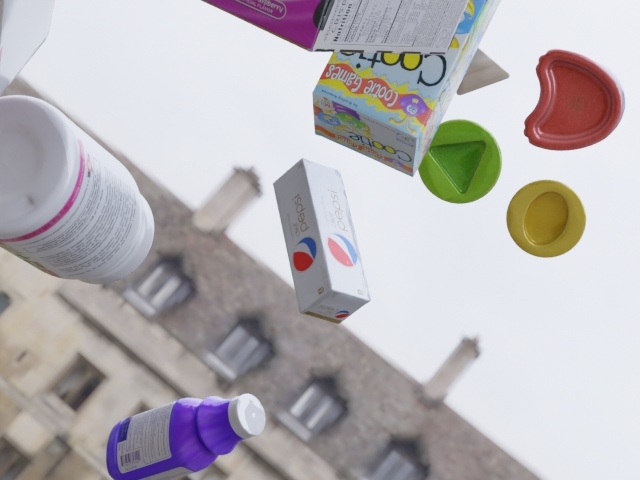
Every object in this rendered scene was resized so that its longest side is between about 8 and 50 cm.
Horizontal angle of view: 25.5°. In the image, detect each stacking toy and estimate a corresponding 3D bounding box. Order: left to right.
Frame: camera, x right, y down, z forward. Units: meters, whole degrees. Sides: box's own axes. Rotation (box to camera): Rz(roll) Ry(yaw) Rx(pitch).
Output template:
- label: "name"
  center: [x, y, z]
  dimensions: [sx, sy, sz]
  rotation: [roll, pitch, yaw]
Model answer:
- label: "stacking toy"
  center: [0.314, -0.158, 2.189]
  dimensions: [0.280, 0.308, 0.130]
  rotation: [22, 14, 10]

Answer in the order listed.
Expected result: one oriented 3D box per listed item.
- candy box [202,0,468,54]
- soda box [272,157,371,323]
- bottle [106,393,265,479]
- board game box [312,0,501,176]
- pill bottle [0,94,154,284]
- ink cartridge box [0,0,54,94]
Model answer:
- label: "candy box"
  center: [-0.005, -0.195, 1.032]
  dimensions: [0.159, 0.071, 0.233]
  rotation: [28, 17, 23]
- label: "soda box"
  center: [0.000, 0.000, 1.895]
  dimensions: [0.074, 0.069, 0.216]
  rotation: [18, 46, -39]
- label: "bottle"
  center: [-0.213, 0.309, 2.233]
  dimensions: [0.283, 0.118, 0.092]
  rotation: [-23, -39, 33]
- label: "board game box"
  center: [0.112, -0.244, 1.754]
  dimensions: [0.144, 0.275, 0.142]
  rotation: [24, -14, 8]
- label: "pill bottle"
  center: [-0.302, -0.046, 1.631]
  dimensions: [0.160, 0.160, 0.283]
  rotation: [35, -4, 21]
- label: "ink cartridge box"
  center: [-0.397, -0.285, 1.350]
  dimensions: [0.283, 0.117, 0.207]
  rotation: [31, -30, 0]
